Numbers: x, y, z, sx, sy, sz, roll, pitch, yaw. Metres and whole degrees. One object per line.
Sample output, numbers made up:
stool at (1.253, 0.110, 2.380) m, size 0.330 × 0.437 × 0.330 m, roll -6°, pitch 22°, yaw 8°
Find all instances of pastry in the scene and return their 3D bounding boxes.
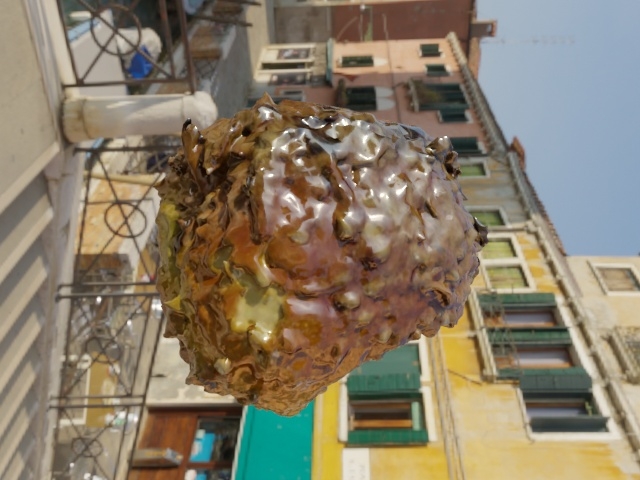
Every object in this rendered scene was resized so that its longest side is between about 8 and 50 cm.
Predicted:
pastry at (-0.014, -0.009, 0.714) m, size 0.337 × 0.405 × 0.292 m, roll 68°, pitch -20°, yaw -6°
